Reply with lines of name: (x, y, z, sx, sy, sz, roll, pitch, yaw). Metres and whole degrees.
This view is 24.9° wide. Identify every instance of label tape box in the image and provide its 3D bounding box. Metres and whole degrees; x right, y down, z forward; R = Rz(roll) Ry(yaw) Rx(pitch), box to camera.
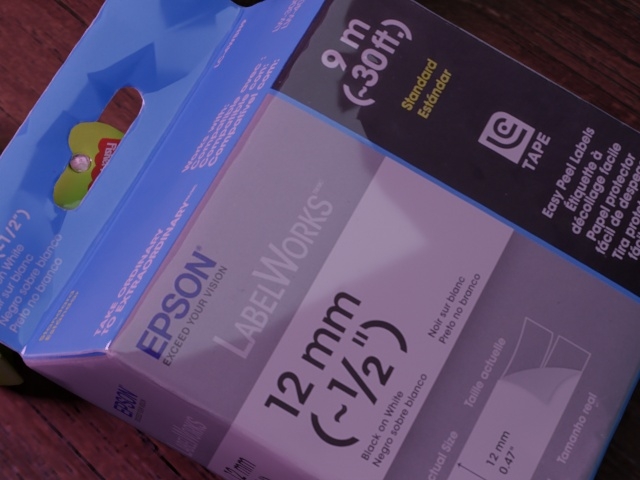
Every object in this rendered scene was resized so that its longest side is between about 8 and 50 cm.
label tape box: (0.000, 0.000, 0.754, 0.347, 0.115, 0.249, 31, 69, -1)

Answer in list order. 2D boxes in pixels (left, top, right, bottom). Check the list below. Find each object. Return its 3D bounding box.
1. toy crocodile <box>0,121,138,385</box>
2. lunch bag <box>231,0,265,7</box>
toy crocodile: (-0.065, -0.018, 0.868, 0.340, 0.115, 0.105, -19, 58, -15)
lunch bag: (-0.078, -0.306, 1.087, 0.235, 0.169, 0.287, -23, 58, -20)
